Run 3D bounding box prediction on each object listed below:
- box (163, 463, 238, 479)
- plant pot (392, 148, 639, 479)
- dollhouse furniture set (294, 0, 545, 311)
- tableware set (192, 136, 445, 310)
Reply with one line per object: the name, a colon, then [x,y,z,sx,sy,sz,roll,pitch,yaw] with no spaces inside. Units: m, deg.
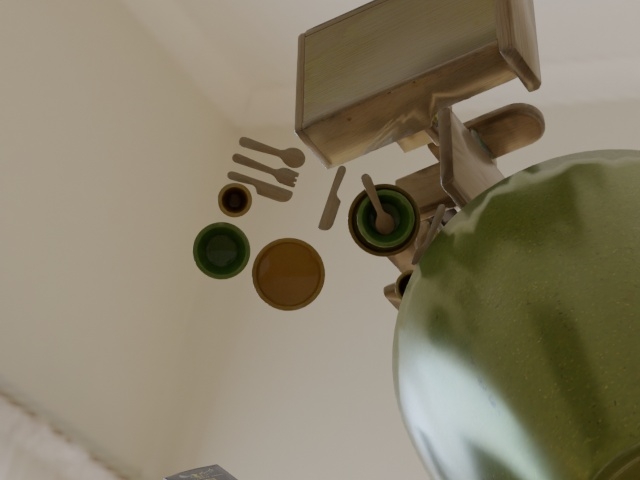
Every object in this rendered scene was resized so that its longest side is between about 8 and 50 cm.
box: [-0.067,0.327,1.478,0.059,0.232,0.183,-11,12,-20]
plant pot: [0.181,0.114,0.961,0.275,0.274,0.293,15,15,-3]
dollhouse furniture set: [0.115,-0.065,1.203,0.161,0.212,0.242,-22,-46,24]
tableware set: [0.000,0.000,1.117,0.154,0.104,0.024,20,-1,-4]
